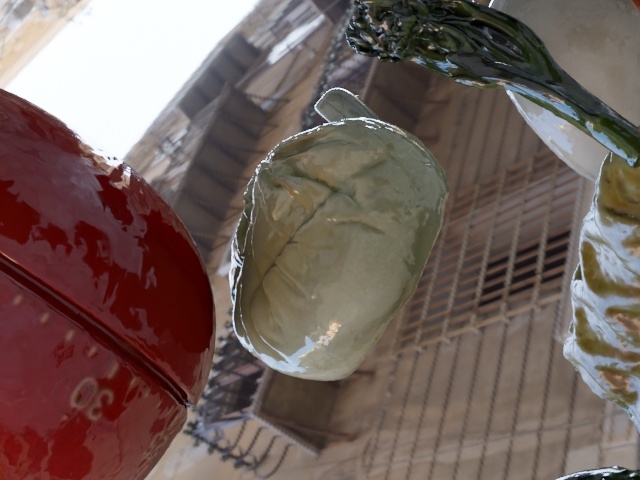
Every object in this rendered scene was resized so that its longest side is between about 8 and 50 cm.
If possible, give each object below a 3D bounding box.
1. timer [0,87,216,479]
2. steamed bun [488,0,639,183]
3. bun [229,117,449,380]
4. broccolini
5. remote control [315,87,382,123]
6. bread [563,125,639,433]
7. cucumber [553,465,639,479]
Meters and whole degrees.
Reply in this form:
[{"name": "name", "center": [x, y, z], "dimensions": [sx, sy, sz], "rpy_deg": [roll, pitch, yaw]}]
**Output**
[{"name": "timer", "center": [-0.263, 0.041, 0.732], "dimensions": [0.378, 0.378, 0.279], "rpy_deg": [39, -108, -20]}, {"name": "steamed bun", "center": [0.320, -0.202, 1.031], "dimensions": [0.283, 0.177, 0.283], "rpy_deg": [30, -142, -27]}, {"name": "bun", "center": [0.000, 0.000, 0.776], "dimensions": [0.145, 0.229, 0.229], "rpy_deg": [27, -126, -8]}, {"name": "broccolini", "center": [0.106, -0.109, 0.541], "dimensions": [0.091, 0.202, 0.068], "rpy_deg": [3, -68, -61]}, {"name": "remote control", "center": [0.066, -0.088, 0.938], "dimensions": [0.078, 0.042, 0.221], "rpy_deg": [44, -173, 33]}, {"name": "bread", "center": [0.267, 0.023, 0.707], "dimensions": [0.268, 0.152, 0.130], "rpy_deg": [81, -172, -46]}, {"name": "cucumber", "center": [0.269, 0.203, 0.697], "dimensions": [0.069, 0.227, 0.069], "rpy_deg": [8, -101, -47]}]
